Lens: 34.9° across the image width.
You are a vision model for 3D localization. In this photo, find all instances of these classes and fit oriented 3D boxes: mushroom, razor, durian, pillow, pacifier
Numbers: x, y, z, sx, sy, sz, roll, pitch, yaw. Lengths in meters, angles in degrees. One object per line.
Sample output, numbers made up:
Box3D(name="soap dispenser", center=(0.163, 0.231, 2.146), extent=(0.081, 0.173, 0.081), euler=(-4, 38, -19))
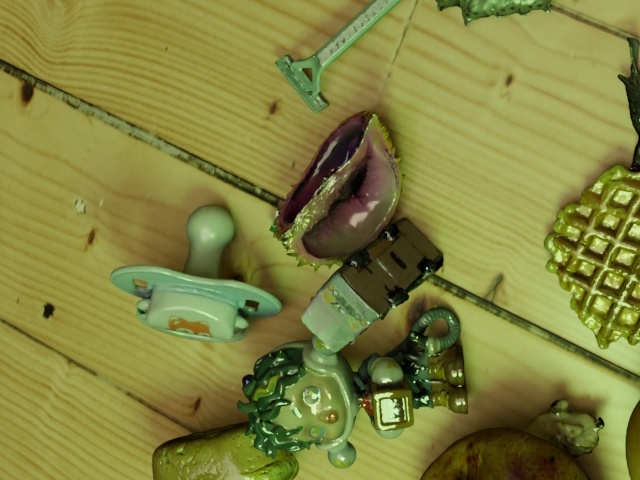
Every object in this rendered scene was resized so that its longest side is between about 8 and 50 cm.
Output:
Box3D(name="mushroom", center=(0.333, 0.426, 1.652), extent=(0.345, 0.259, 0.345), euler=(19, 137, 19))
Box3D(name="razor", center=(0.051, -0.334, 1.634), extent=(0.278, 0.056, 0.111), euler=(-41, 85, 25))
Box3D(name="durian", center=(0.041, -0.072, 1.660), extent=(0.260, 0.154, 0.186), euler=(-39, 105, 11))
Box3D(name="pillow", center=(0.273, -0.378, 1.539), extent=(0.241, 0.051, 0.093), euler=(-4, 101, 20))
Box3D(name="pacifier", center=(-0.207, 0.051, 1.782), extent=(0.299, 0.244, 0.233), euler=(12, 76, -5))

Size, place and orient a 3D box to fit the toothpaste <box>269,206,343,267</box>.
Box3D(name="toothpaste", center=(0.000, 0.000, 1.748), extent=(0.178, 0.037, 0.043), euler=(27, 112, 13))

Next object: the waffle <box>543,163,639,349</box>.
Box3D(name="waffle", center=(0.494, 0.027, 1.544), extent=(0.281, 0.058, 0.301), euler=(46, 117, 3))

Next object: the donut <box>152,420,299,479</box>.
Box3D(name="donut", center=(-0.173, 0.400, 1.826), extent=(0.261, 0.208, 0.128), euler=(-14, 84, 10))

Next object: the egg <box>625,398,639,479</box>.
Box3D(name="egg", center=(0.606, 0.339, 1.458), extent=(0.351, 0.282, 0.282), euler=(43, 114, 14))

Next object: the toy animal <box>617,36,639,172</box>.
Box3D(name="toy animal", center=(0.486, -0.193, 1.505), extent=(0.105, 0.070, 0.202), euler=(13, 114, 28))

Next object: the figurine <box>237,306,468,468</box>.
Box3D(name="figurine", center=(0.051, 0.257, 1.687), extent=(0.382, 0.186, 0.261), euler=(-5, 97, 6))

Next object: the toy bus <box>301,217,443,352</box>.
Box3D(name="toy bus", center=(0.083, 0.067, 1.579), extent=(0.112, 0.317, 0.138), euler=(47, 119, 7))
